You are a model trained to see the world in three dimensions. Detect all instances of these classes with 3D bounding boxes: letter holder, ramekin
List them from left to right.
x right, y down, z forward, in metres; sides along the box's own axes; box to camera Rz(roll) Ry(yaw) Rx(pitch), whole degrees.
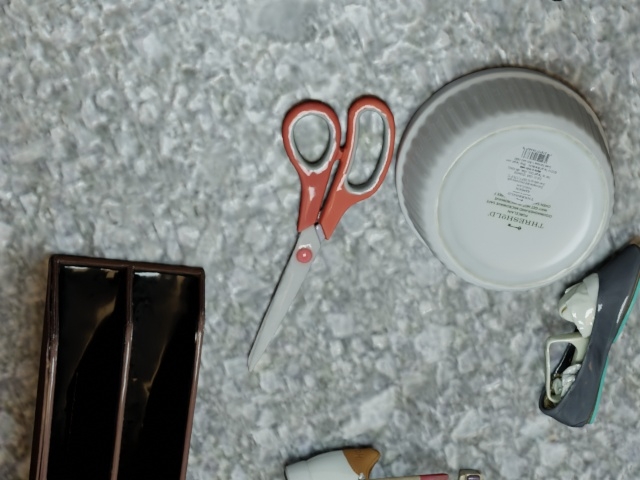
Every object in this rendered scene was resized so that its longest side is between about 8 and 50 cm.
[{"bbox_3d":[-0.197,0.197,1.743,0.152,0.214,0.301,6,112,-8],"label":"letter holder"},{"bbox_3d":[0.178,-0.050,1.737,0.207,0.109,0.207,-2,113,-5],"label":"ramekin"}]

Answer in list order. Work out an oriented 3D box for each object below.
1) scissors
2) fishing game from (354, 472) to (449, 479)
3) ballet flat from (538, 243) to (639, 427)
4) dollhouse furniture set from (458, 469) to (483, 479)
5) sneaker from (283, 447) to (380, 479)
[{"bbox_3d":[0.000,0.000,1.786,0.109,0.021,0.297,6,110,-10],"label":"scissors"},{"bbox_3d":[0.098,0.354,1.790,0.189,0.041,0.264,5,75,-45],"label":"fishing game"},{"bbox_3d":[0.261,0.093,1.827,0.074,0.074,0.203,11,113,-10],"label":"ballet flat"},{"bbox_3d":[0.198,0.291,1.895,0.114,0.081,0.091,2,112,-7],"label":"dollhouse furniture set"},{"bbox_3d":[0.065,0.342,1.835,0.123,0.106,0.290,-18,79,-6],"label":"sneaker"}]
